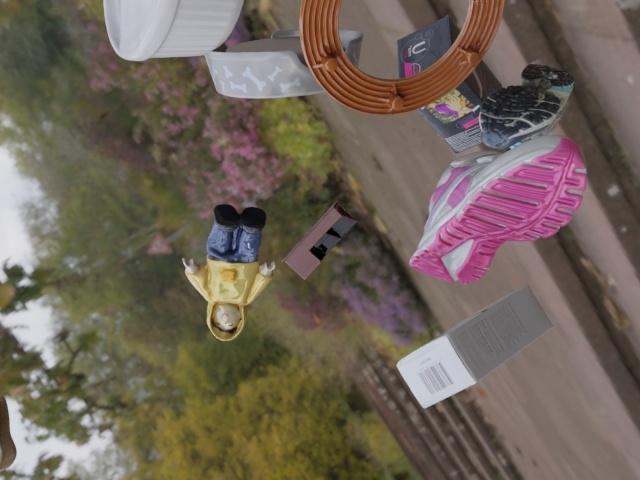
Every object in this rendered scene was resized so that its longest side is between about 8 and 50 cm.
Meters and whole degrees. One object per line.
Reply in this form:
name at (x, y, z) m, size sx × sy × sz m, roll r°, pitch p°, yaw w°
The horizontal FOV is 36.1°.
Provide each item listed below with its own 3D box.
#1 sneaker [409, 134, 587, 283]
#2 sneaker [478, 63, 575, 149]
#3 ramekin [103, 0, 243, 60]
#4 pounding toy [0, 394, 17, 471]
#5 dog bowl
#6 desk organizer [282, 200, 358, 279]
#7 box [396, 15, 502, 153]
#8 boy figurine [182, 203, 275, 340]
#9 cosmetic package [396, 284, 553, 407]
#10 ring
sneaker at (0.176, -0.052, 1.012) m, size 0.103 × 0.252 × 0.111 m, roll 21°, pitch -121°, yaw -20°
sneaker at (0.335, -0.186, 1.579) m, size 0.110 × 0.283 × 0.122 m, roll 21°, pitch 124°, yaw 25°
ramekin at (-0.196, -0.374, 1.332) m, size 0.273 × 0.127 × 0.272 m, roll -3°, pitch 87°, yaw 60°
pounding toy at (-0.560, 0.310, 1.397) m, size 0.154 × 0.270 × 0.155 m, roll 56°, pitch 173°, yaw 7°
dog bowl at (-0.077, -0.384, 2.116) m, size 0.349 × 0.349 × 0.102 m, roll -121°, pitch 25°, yaw -68°
desk organizer at (0.000, 0.000, 1.634) m, size 0.050 × 0.130 × 0.047 m, roll 42°, pitch -163°, yaw -3°
box at (0.301, -0.350, 2.240) m, size 0.270 × 0.143 × 0.165 m, roll 40°, pitch -141°, yaw -42°
boy figurine at (-0.180, 0.067, 1.894) m, size 0.092 × 0.177 × 0.285 m, roll -99°, pitch 19°, yaw -58°
cosmetic package at (0.233, 0.154, 1.461) m, size 0.231 × 0.117 × 0.085 m, roll -25°, pitch -98°, yaw -47°
ring at (0.130, -0.336, 1.456) m, size 0.336 × 0.337 × 0.032 m, roll 56°, pitch 179°, yaw -40°
